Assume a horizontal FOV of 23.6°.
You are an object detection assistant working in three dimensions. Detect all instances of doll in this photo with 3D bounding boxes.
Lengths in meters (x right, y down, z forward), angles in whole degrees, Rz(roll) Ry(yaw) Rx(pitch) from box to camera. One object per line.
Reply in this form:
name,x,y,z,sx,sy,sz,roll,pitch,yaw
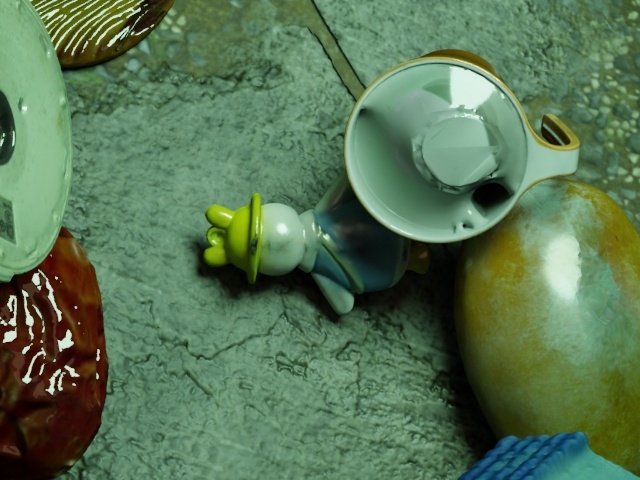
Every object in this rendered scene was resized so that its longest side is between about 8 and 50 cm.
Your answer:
doll,0.000,-0.001,1.578,0.241,0.135,0.098,3,43,-10

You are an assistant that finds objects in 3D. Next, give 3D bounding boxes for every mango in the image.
mango,0.250,0.116,1.567,0.221,0.199,0.384,-1,84,-21

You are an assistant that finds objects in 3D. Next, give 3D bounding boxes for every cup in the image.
cup,0.148,-0.110,1.560,0.226,0.264,0.182,7,107,6

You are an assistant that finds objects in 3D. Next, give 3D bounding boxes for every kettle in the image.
kettle,-0.437,-0.034,1.321,0.377,0.250,0.361,-3,79,16

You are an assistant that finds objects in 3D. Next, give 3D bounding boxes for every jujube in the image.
jujube,-0.281,0.101,1.420,0.174,0.174,0.250,0,67,-17

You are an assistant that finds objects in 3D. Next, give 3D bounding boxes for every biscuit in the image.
biscuit,-0.296,-0.331,1.645,0.318,0.040,0.318,6,69,-14

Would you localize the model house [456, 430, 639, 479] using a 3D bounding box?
model house,0.192,0.327,1.442,0.329,0.295,0.252,22,42,28
